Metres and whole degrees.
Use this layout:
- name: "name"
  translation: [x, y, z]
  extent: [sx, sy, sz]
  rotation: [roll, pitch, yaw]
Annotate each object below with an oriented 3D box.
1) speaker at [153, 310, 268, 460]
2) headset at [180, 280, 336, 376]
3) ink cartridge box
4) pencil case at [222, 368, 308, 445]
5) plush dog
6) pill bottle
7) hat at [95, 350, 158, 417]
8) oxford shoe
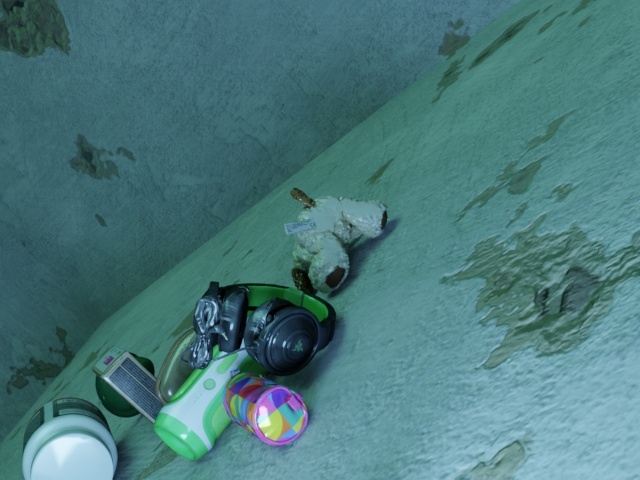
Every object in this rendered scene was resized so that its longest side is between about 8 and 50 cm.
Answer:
- name: "speaker"
  translation: [-0.191, 0.280, 1.656]
  extent: [0.296, 0.131, 0.131]
  rotation: [-51, 15, -29]
- name: "headset"
  translation: [-0.120, 0.132, 1.516]
  extent: [0.394, 0.243, 0.185]
  rotation: [-28, -50, -63]
- name: "ink cartridge box"
  translation: [-0.446, 0.352, 2.048]
  extent: [0.088, 0.193, 0.235]
  rotation: [-48, 14, -16]
- name: "pencil case"
  translation: [-0.098, 0.279, 1.440]
  extent: [0.104, 0.104, 0.236]
  rotation: [-47, 14, -13]
- name: "plush dog"
  translation: [0.000, 0.000, 1.899]
  extent: [0.262, 0.210, 0.225]
  rotation: [-51, -9, -29]
- name: "pill bottle"
  translation: [-0.586, 0.497, 1.971]
  extent: [0.210, 0.210, 0.363]
  rotation: [-46, 13, -13]
- name: "hat"
  translation: [-0.451, 0.339, 2.179]
  extent: [0.183, 0.173, 0.208]
  rotation: [-26, 28, 39]
- name: "oxford shoe"
  translation: [-0.242, 0.242, 1.953]
  extent: [0.348, 0.123, 0.130]
  rotation: [-50, 19, -21]
